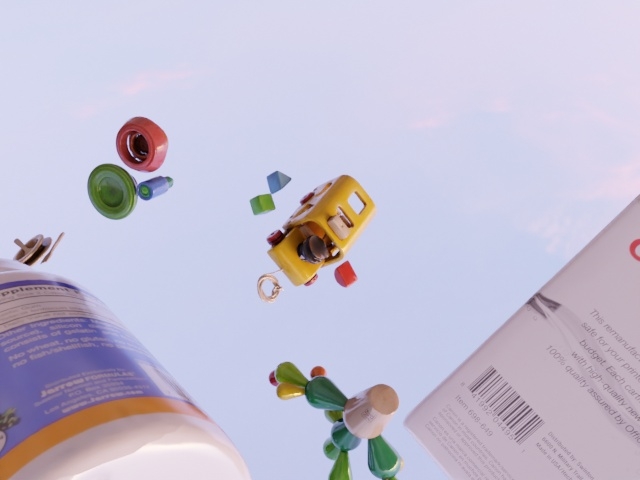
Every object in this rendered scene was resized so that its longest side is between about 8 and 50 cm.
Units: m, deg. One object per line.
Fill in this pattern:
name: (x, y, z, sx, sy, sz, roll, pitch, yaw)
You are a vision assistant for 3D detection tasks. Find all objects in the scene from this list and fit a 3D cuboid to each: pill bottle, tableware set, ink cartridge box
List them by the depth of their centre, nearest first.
pill bottle: (-0.170, 0.109, 0.412, 0.152, 0.152, 0.272, -26, -146, -29)
ink cartridge box: (0.189, 0.098, 0.442, 0.158, 0.218, 0.092, 48, -162, 19)
tableware set: (-0.541, 0.054, 1.218, 0.128, 0.039, 0.194, -22, -145, 28)

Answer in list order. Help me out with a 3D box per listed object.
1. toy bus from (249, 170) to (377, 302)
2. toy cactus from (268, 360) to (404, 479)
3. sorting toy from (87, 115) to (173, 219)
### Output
toy bus: (0.002, -0.011, 1.052, 0.191, 0.104, 0.202, 6, -108, -39)
toy cactus: (0.027, 0.208, 0.765, 0.112, 0.180, 0.219, -24, -111, -33)
sorting toy: (-0.160, -0.062, 0.611, 0.061, 0.102, 0.042, 42, -153, 5)
